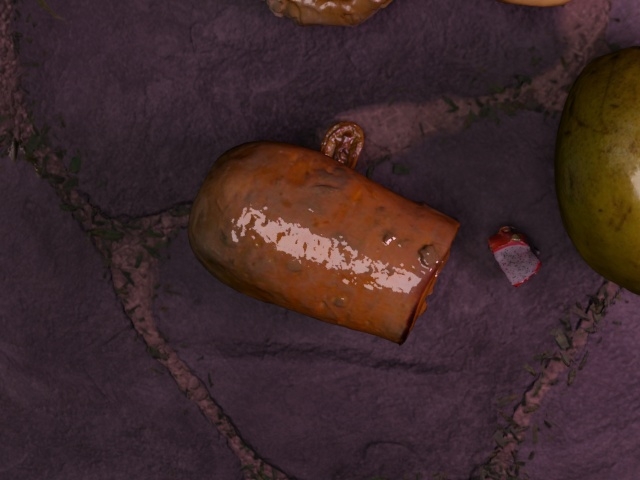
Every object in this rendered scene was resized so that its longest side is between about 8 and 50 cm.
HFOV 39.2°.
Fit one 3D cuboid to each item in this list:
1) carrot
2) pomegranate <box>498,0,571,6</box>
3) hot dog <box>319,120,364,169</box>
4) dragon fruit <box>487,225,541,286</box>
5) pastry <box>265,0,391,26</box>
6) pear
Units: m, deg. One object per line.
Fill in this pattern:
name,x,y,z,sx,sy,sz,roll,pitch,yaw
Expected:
carrot,0.000,0.000,1.228,0.341,0.224,0.224,24,109,7
pomegranate,0.249,-0.386,1.061,0.233,0.233,0.233,4,104,17
hot dog,0.030,-0.130,1.286,0.058,0.035,0.083,23,109,7
dragon fruit,0.266,0.015,1.237,0.056,0.060,0.083,-32,119,15
pastry,0.019,-0.403,1.182,0.257,0.121,0.235,-28,97,19
pear,0.406,-0.085,1.072,0.253,0.253,0.307,-6,94,19
